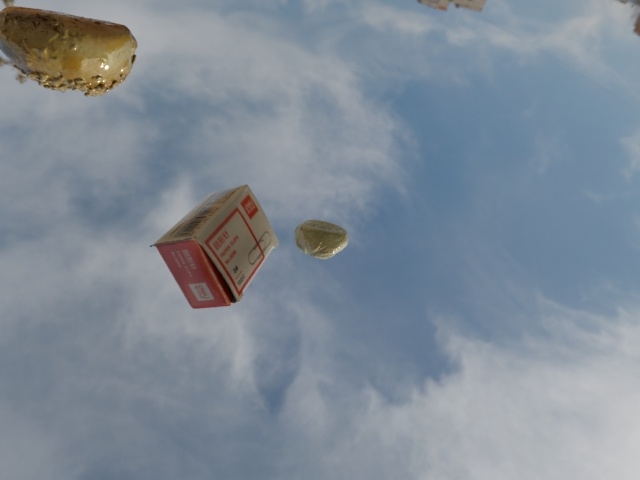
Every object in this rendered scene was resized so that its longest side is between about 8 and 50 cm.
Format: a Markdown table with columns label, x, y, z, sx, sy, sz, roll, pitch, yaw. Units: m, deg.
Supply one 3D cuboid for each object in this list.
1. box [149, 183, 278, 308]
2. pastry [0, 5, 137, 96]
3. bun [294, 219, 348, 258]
| label | x | y | z | sx | sy | sz | roll | pitch | yaw |
| --- | --- | --- | --- | --- | --- | --- | --- | --- | --- |
| box | -0.161 | 0.007 | 0.783 | 0.099 | 0.133 | 0.182 | -10 | -153 | 28 |
| pastry | -0.618 | -0.454 | 1.167 | 0.316 | 0.184 | 0.284 | 11 | -159 | 3 |
| bun | 0.000 | 0.000 | 0.997 | 0.115 | 0.069 | 0.115 | 11 | -163 | -3 |
